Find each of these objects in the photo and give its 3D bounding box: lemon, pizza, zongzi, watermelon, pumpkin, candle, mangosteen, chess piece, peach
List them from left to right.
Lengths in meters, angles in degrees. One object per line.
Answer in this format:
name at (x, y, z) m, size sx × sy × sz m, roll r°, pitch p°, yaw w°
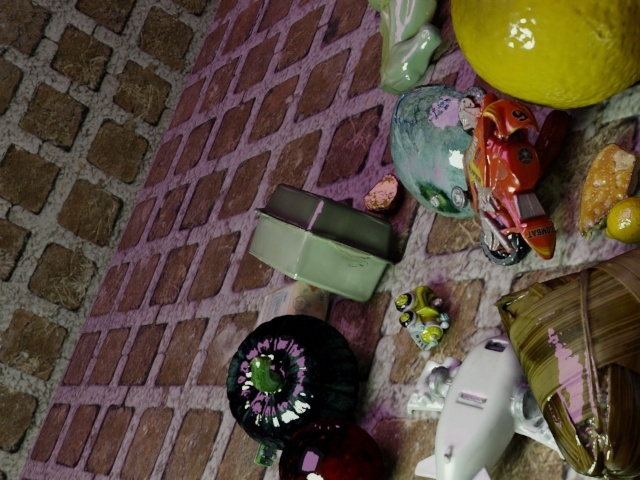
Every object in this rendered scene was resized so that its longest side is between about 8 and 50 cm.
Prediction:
pumpkin at (-0.065, 0.245, 1.622) m, size 0.248 × 0.248 × 0.248 m, roll -40°, pitch 33°, yaw 34°
mangosteen at (0.017, 0.386, 1.477) m, size 0.200 × 0.200 × 0.200 m, roll -40°, pitch 33°, yaw 34°
peach at (0.129, -0.091, 1.851) m, size 0.077 × 0.050 × 0.083 m, roll -4°, pitch 67°, yaw 31°
chess piece at (0.192, -0.473, 2.036) m, size 0.176 × 0.176 × 0.298 m, roll -30°, pitch 53°, yaw 45°
watermelon at (0.204, -0.152, 1.633) m, size 0.322 × 0.188 × 0.175 m, roll -4°, pitch 59°, yaw 60°
candle at (0.362, -0.141, 1.507) m, size 0.053 × 0.048 × 0.162 m, roll 20°, pitch 81°, yaw 43°
lemon at (0.362, -0.355, 1.401) m, size 0.336 × 0.336 × 0.336 m, roll -40°, pitch 33°, yaw 34°
pizza at (0.426, -0.077, 1.349) m, size 0.099 × 0.036 × 0.160 m, roll -13°, pitch 54°, yaw 56°
lemon at (0.428, -0.027, 1.269) m, size 0.083 × 0.062 × 0.062 m, roll -40°, pitch 34°, yaw 34°
zongzi at (0.395, 0.131, 1.141) m, size 0.288 × 0.134 × 0.286 m, roll -27°, pitch 48°, yaw 12°

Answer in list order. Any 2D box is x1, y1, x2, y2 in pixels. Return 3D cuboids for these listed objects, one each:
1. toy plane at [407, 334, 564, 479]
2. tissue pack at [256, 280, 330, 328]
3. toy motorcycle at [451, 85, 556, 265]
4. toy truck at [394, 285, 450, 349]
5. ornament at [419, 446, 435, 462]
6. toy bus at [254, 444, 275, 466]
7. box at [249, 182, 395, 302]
toy plane at (0.226, 0.249, 1.282) m, size 0.252 × 0.118 × 0.252 m, roll -19°, pitch 49°, yaw 24°
tissue pack at (-0.065, 0.190, 1.867) m, size 0.148 × 0.092 × 0.196 m, roll -25°, pitch 45°, yaw 49°
toy motorcycle at (0.283, -0.107, 1.440) m, size 0.171 × 0.089 × 0.298 m, roll -17°, pitch 84°, yaw 58°
toy truck at (0.177, 0.129, 1.547) m, size 0.077 × 0.076 × 0.111 m, roll -29°, pitch 37°, yaw 14°
ornament at (0.193, 0.317, 1.355) m, size 0.092 × 0.041 × 0.068 m, roll -48°, pitch 33°, yaw -12°
toy bus at (-0.101, 0.398, 1.796) m, size 0.037 × 0.031 × 0.083 m, roll -26°, pitch 42°, yaw 62°
box at (0.000, 0.000, 1.802) m, size 0.290 × 0.221 × 0.166 m, roll 23°, pitch 93°, yaw 63°
